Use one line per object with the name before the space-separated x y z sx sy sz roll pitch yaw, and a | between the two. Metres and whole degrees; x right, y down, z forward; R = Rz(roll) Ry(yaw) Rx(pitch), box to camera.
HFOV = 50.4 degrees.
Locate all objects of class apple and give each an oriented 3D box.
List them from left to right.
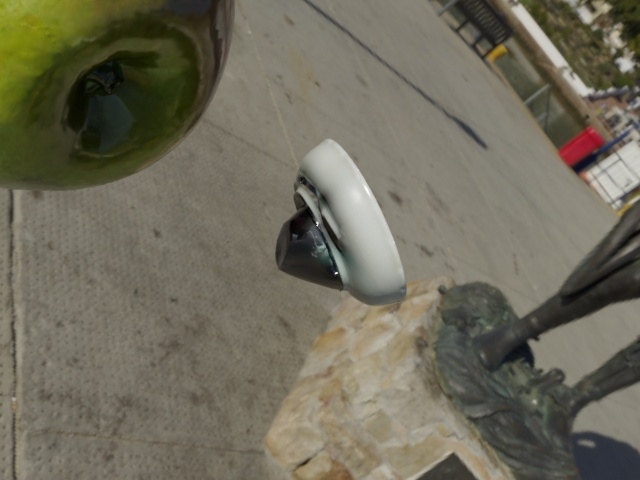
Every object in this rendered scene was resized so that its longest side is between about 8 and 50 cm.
apple | -0.223 -0.205 0.513 0.339 0.339 0.339 39 27 -25

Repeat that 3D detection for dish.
dish | 0.000 0.000 0.529 0.141 0.078 0.141 63 -9 17
